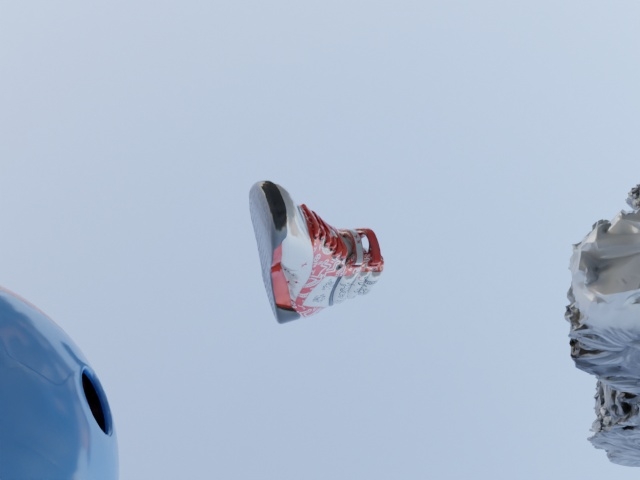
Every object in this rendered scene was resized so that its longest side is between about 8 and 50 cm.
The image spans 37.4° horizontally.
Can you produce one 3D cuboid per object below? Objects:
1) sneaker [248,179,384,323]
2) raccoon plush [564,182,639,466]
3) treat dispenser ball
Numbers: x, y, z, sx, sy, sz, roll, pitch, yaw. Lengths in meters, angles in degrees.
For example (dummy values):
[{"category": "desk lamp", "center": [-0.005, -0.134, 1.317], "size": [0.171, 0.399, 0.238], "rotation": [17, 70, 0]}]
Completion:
[{"category": "sneaker", "center": [0.000, -0.001, 1.134], "size": [0.145, 0.270, 0.090], "rotation": [-18, -122, -9]}, {"category": "raccoon plush", "center": [0.308, -0.007, 0.715], "size": [0.216, 0.446, 0.299], "rotation": [-2, -118, 19]}, {"category": "treat dispenser ball", "center": [-0.283, 0.159, 0.636], "size": [0.288, 0.288, 0.288], "rotation": [9, -122, -15]}]
